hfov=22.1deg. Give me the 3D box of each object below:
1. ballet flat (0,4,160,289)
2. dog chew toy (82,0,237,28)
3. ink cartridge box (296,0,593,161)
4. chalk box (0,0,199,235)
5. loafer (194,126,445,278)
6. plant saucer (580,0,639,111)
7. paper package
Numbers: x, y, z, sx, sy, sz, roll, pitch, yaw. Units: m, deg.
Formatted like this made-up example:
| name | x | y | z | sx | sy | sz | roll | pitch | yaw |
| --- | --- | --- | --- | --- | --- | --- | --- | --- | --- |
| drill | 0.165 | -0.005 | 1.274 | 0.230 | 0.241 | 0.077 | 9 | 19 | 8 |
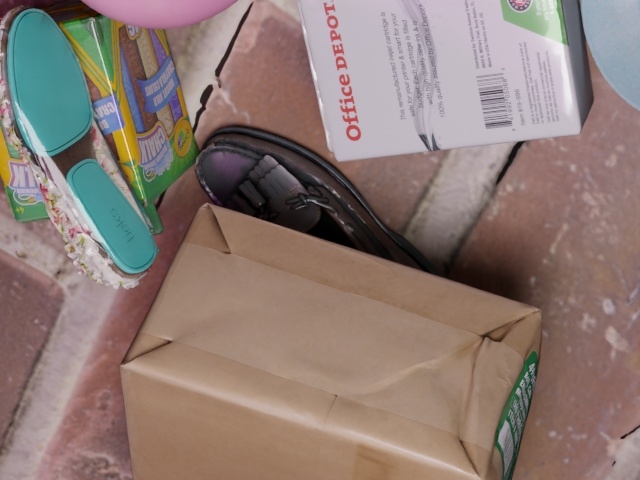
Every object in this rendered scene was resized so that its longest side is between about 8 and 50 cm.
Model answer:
| name | x | y | z | sx | sy | sz | roll | pitch | yaw |
| --- | --- | --- | --- | --- | --- | --- | --- | --- | --- |
| ballet flat | -0.211 | -0.067 | 1.306 | 0.077 | 0.091 | 0.241 | -11 | 106 | 48 |
| dog chew toy | -0.043 | -0.277 | 1.241 | 0.331 | 0.206 | 0.207 | -9 | 109 | -4 |
| ink cartridge box | 0.102 | -0.155 | 1.310 | 0.208 | 0.087 | 0.153 | -5 | 110 | 19 |
| chalk box | -0.196 | -0.095 | 1.404 | 0.132 | 0.132 | 0.213 | -8 | 108 | 20 |
| loafer | 0.000 | 0.000 | 1.406 | 0.267 | 0.084 | 0.096 | 37 | 117 | 1 |
| plant saucer | 0.287 | -0.185 | 1.240 | 0.195 | 0.037 | 0.195 | 8 | 102 | 44 |
| paper package | 0.006 | 0.161 | 1.356 | 0.309 | 0.168 | 0.325 | 17 | 144 | 10 |
